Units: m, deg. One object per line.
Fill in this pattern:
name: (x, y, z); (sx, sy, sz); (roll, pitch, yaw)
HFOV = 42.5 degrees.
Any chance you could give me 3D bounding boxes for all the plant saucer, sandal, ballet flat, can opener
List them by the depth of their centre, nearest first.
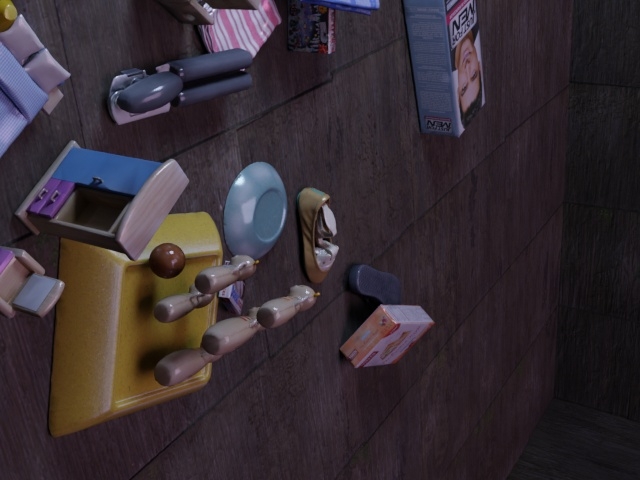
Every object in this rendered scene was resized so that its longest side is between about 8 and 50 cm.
can opener: (-0.201, -0.237, 1.277); (0.283, 0.095, 0.076); (-25, 130, -42)
plant saucer: (-0.269, 0.129, 1.319); (0.332, 0.080, 0.333); (-8, 107, -58)
plant saucer: (-0.110, -0.051, 1.560); (0.195, 0.037, 0.195); (-27, 123, -53)
ballet flat: (0.000, 0.000, 1.722); (0.080, 0.073, 0.232); (-45, 136, -42)
sandal: (0.131, 0.114, 2.007); (0.254, 0.054, 0.097); (37, 60, -51)

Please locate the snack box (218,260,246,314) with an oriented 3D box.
snack box: (-0.156, 0.087, 1.465); (0.178, 0.022, 0.064); (87, 13, -76)

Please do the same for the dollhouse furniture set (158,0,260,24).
dollhouse furniture set: (-0.152, -0.406, 1.223); (0.129, 0.183, 0.129); (35, 70, -57)

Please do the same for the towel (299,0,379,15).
towel: (0.011, -0.551, 1.466); (0.209, 0.034, 0.285); (-6, 84, -45)

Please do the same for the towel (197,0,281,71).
towel: (-0.134, -0.378, 1.414); (0.197, 0.029, 0.144); (-59, 145, -29)

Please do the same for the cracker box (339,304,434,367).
cracker box: (0.167, 0.234, 2.017); (0.156, 0.067, 0.232); (-49, 154, 18)

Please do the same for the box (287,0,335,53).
box: (-0.017, -0.419, 1.529); (0.027, 0.093, 0.137); (-26, 121, -53)

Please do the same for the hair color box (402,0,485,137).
hair color box: (0.312, -0.466, 2.038); (0.185, 0.113, 0.375); (-50, 140, -39)

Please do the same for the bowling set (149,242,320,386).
bowling set: (-0.154, 0.077, 1.251); (0.154, 0.287, 0.200); (-21, 84, -62)

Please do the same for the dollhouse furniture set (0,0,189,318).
dollhouse furniture set: (-0.355, -0.095, 0.983); (0.286, 0.198, 0.303); (-61, 145, -26)
